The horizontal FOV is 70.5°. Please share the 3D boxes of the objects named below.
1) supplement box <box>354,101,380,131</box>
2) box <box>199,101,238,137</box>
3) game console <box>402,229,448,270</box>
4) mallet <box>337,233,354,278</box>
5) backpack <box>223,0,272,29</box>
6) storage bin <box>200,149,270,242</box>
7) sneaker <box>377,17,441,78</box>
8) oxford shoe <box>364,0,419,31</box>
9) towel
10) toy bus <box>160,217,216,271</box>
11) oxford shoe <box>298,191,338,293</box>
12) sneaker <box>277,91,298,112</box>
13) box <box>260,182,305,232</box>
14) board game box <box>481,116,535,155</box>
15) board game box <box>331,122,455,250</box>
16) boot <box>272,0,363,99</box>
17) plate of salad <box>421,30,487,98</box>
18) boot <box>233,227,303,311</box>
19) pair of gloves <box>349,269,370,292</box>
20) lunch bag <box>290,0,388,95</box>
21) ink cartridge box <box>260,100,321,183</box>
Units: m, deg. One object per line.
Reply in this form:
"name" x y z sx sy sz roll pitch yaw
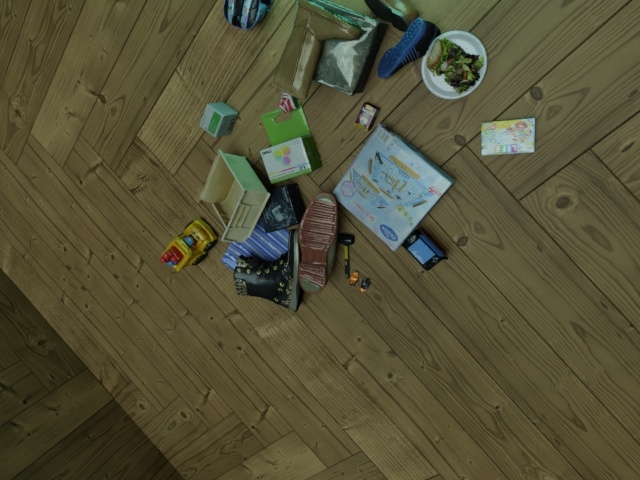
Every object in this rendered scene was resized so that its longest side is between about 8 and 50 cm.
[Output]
"supplement box" 0.161 -0.425 1.556 0.055 0.043 0.083 31 118 13
"box" -0.395 -0.472 1.762 0.087 0.102 0.101 37 121 10
"game console" 0.368 0.037 1.611 0.144 0.085 0.124 47 121 3
"mallet" 0.093 0.062 1.780 0.062 0.039 0.189 14 119 20
"backpack" -0.249 -0.820 1.553 0.158 0.117 0.173 24 117 15
"storage bin" -0.345 -0.167 1.776 0.262 0.123 0.260 54 127 35
"sneaker" 0.276 -0.588 1.421 0.232 0.090 0.081 -36 58 53
"oxford shoe" 0.215 -0.735 1.410 0.212 0.076 0.076 42 83 14
"towel" -0.272 0.041 1.936 0.243 0.040 0.336 39 120 6
"toy bus" -0.595 0.031 1.983 0.149 0.211 0.220 47 119 4
"oxford shoe" 0.000 0.000 1.729 0.140 0.146 0.397 17 111 16
"sneaker" -0.130 -0.523 1.646 0.067 0.042 0.118 -20 86 27
"box" -0.154 -0.126 1.772 0.158 0.093 0.156 -17 91 28
"board game box" 0.583 -0.323 1.409 0.154 0.026 0.103 0 110 25
"board game box" 0.242 -0.183 1.579 0.319 0.066 0.318 44 121 12
"boot" -0.014 -0.559 1.378 0.236 0.089 0.269 38 124 21
"plate of salad" 0.409 -0.539 1.396 0.200 0.048 0.200 8 112 22
"boot" -0.204 0.107 1.848 0.284 0.138 0.377 10 123 10
"pair of gloves" 0.156 0.165 1.802 0.083 0.010 0.074 30 118 11
"lunch bag" 0.034 -0.633 1.465 0.287 0.169 0.235 26 119 9
"ink cartridge box" -0.131 -0.363 1.684 0.189 0.097 0.255 -12 104 29
